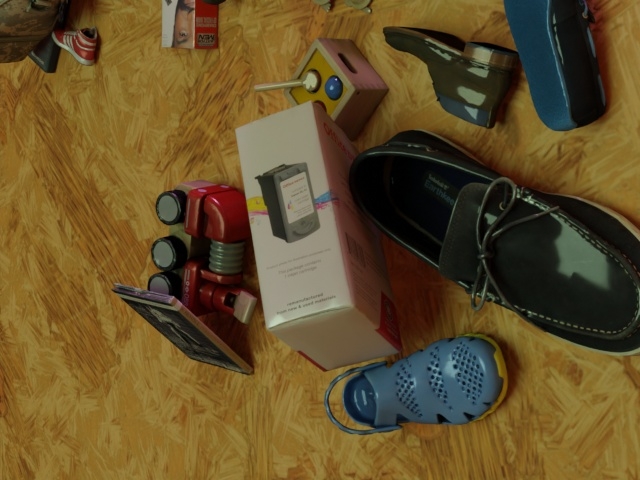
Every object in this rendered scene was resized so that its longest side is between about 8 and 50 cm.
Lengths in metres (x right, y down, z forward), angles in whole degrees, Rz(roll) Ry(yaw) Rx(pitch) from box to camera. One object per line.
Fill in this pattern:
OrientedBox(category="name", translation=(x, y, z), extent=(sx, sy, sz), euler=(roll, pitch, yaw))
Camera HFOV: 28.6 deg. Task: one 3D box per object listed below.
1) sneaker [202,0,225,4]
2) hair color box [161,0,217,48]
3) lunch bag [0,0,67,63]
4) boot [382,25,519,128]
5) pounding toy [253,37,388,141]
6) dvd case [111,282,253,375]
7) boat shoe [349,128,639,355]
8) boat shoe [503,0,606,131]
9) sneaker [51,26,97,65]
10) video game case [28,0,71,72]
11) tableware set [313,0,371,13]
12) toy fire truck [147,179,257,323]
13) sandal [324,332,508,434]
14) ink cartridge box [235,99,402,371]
OrientedBox(category="sneaker", translation=(-0.133, -0.512, 1.947), extent=(0.162, 0.106, 0.281), euler=(7, 99, 43))
OrientedBox(category="hair color box", translation=(-0.218, -0.404, 2.087), extent=(0.093, 0.053, 0.167), euler=(11, 104, 45))
OrientedBox(category="lunch bag", translation=(-0.607, -0.507, 2.337), extent=(0.256, 0.212, 0.305), euler=(-35, 70, 44))
OrientedBox(category="boot", translation=(0.161, -0.224, 1.685), extent=(0.219, 0.082, 0.106), euler=(23, 109, 41))
OrientedBox(category="pounding toy", translation=(-0.002, -0.223, 1.844), extent=(0.141, 0.100, 0.130), euler=(56, 130, 26))
OrientedBox(category="dvd case", translation=(-0.229, 0.147, 2.083), extent=(0.164, 0.221, 0.018), euler=(9, 61, 46))
OrientedBox(category="boat shoe", translation=(0.228, 0.000, 1.592), extent=(0.500, 0.156, 0.187), euler=(35, 117, 37))
OrientedBox(category="boat shoe", translation=(0.289, -0.264, 1.544), extent=(0.109, 0.089, 0.258), euler=(1, 101, 60))
OrientedBox(category="sneaker", translation=(-0.459, -0.385, 2.355), extent=(0.118, 0.042, 0.067), euler=(39, 126, 28))
OrientedBox(category="video game case", translation=(-0.546, -0.494, 2.447), extent=(0.196, 0.026, 0.274), euler=(41, 124, 36))
OrientedBox(category="tableware set", translation=(0.037, -0.413, 1.837), extent=(0.141, 0.020, 0.169), euler=(30, 118, 41))
OrientedBox(category="toy fire truck", translation=(-0.159, 0.034, 2.029), extent=(0.246, 0.158, 0.217), euler=(18, 108, 32))
OrientedBox(category="sandal", translation=(0.123, 0.212, 1.745), extent=(0.317, 0.138, 0.126), euler=(-26, 74, 44))
OrientedBox(category="ink cartridge box", translation=(0.000, 0.000, 1.720), extent=(0.131, 0.226, 0.306), euler=(-19, 64, 15))
